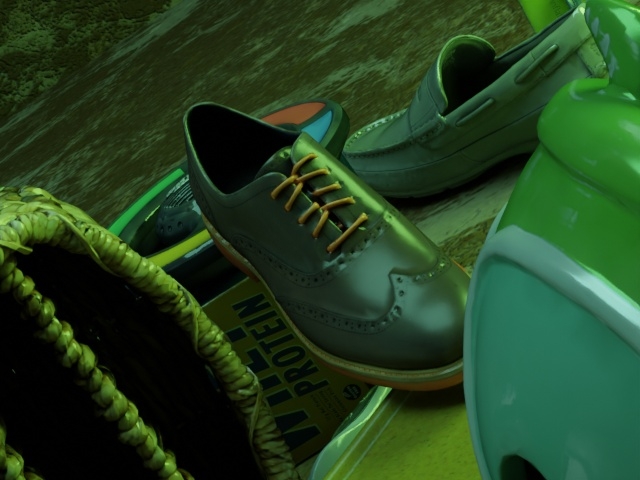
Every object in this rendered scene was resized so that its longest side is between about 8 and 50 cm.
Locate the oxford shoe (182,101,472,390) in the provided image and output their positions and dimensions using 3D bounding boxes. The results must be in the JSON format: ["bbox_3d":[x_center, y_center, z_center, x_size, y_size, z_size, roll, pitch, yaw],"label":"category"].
[{"bbox_3d":[0.000,0.000,1.108,0.097,0.098,0.271,-43,45,-15],"label":"oxford shoe"}]

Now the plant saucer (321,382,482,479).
[{"bbox_3d":[0.121,0.113,1.001,0.333,0.081,0.333,-15,26,49],"label":"plant saucer"}]

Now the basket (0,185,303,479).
[{"bbox_3d":[-0.131,0.128,1.071,0.213,0.299,0.223,-36,15,-6],"label":"basket"}]

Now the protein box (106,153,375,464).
[{"bbox_3d":[-0.038,0.056,1.347,0.201,0.136,0.200,-33,18,10],"label":"protein box"}]

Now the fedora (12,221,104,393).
[{"bbox_3d":[-0.263,0.114,1.561,0.275,0.244,0.124,-34,47,0],"label":"fedora"}]

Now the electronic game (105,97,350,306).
[{"bbox_3d":[-0.077,-0.028,1.329,0.229,0.048,0.229,-32,18,11],"label":"electronic game"}]

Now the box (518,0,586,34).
[{"bbox_3d":[0.204,-0.194,1.582,0.042,0.109,0.178,-27,19,16],"label":"box"}]

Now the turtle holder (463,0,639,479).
[{"bbox_3d":[0.201,0.066,0.729,0.243,0.320,0.227,0,-64,-61],"label":"turtle holder"}]

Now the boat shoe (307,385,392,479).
[{"bbox_3d":[0.031,0.131,1.188,0.142,0.049,0.040,-49,3,-39],"label":"boat shoe"}]

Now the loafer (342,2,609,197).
[{"bbox_3d":[0.127,-0.115,1.520,0.319,0.111,0.112,-18,25,45],"label":"loafer"}]
